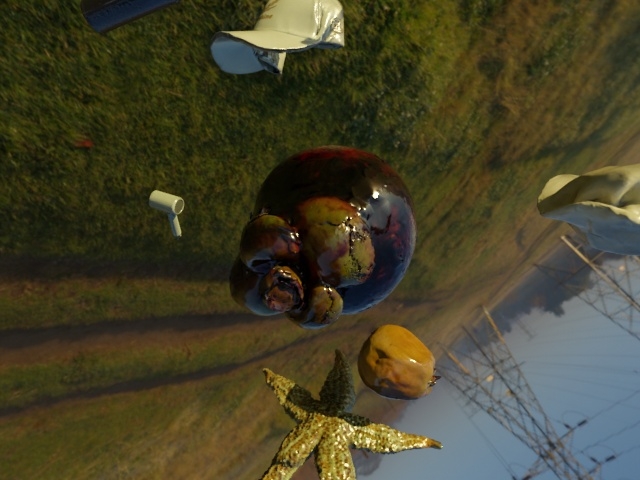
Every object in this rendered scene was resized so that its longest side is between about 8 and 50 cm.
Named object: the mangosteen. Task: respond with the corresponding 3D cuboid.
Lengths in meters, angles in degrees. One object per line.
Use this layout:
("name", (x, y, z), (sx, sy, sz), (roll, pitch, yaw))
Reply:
("mangosteen", (0.010, 0.008, 1.005), (0.421, 0.381, 0.381), (-61, 170, -26))

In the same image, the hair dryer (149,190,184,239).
("hair dryer", (-0.316, -0.048, 0.980), (0.124, 0.063, 0.038), (92, 22, -46))

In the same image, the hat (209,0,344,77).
("hat", (-0.115, -0.486, 1.065), (0.301, 0.168, 0.258), (-21, -168, -39))

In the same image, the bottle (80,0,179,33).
("bottle", (-0.344, -0.475, 0.889), (0.244, 0.072, 0.082), (-11, 155, 18))

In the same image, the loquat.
("loquat", (0.128, 0.203, 0.765), (0.113, 0.137, 0.137), (-63, 159, -1))

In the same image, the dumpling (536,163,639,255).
("dumpling", (0.444, -0.049, 0.681), (0.162, 0.250, 0.132), (-24, 119, -32))

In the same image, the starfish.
("starfish", (-0.007, 0.322, 0.793), (0.347, 0.358, 0.078), (-37, 138, -35))
